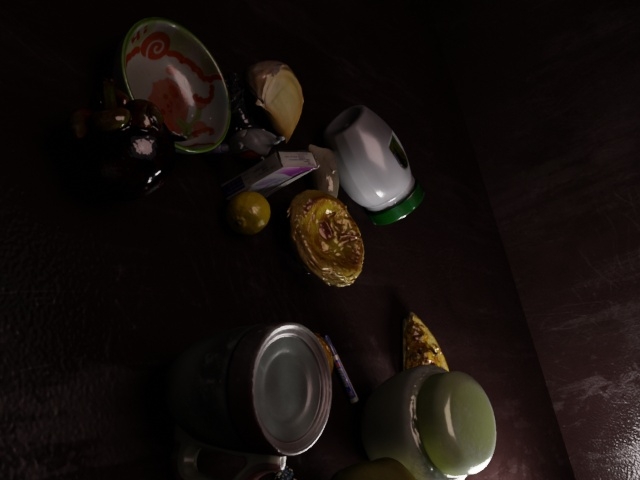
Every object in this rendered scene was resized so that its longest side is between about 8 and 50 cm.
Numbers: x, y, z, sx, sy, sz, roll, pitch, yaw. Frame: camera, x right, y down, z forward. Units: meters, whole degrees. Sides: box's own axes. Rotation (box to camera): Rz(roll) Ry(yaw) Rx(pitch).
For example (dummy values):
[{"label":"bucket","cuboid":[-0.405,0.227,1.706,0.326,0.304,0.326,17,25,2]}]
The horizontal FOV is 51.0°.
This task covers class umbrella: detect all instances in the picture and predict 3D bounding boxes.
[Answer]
[{"label":"umbrella","cuboid":[-0.209,-0.312,1.796,0.110,0.122,0.272,-33,106,-14]}]

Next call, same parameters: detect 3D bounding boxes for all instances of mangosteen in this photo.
[{"label":"mangosteen","cuboid":[-0.395,-0.202,1.317,0.211,0.212,0.249,-68,159,-49]}]

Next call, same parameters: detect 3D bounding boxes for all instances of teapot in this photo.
[{"label":"teapot","cuboid":[-0.168,0.319,1.255,0.233,0.312,0.314,28,60,-47]}]

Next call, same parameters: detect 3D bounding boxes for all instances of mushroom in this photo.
[{"label":"mushroom","cuboid":[0.009,-0.174,2.039,0.108,0.096,0.246,54,29,-62]}]

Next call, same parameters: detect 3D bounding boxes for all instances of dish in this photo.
[{"label":"dish","cuboid":[-0.365,-0.341,1.567,0.324,0.124,0.324,25,57,-47]}]

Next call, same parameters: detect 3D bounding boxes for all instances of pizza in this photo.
[{"label":"pizza","cuboid":[0.360,0.400,2.203,0.258,0.087,0.268,43,36,-38]}]

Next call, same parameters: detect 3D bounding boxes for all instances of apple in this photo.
[{"label":"apple","cuboid":[0.131,0.631,1.548,0.262,0.262,0.262,34,44,-41]}]

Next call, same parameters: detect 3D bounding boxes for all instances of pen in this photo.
[{"label":"pen","cuboid":[0.052,0.349,1.824,0.025,0.025,0.204,-27,93,-59]}]

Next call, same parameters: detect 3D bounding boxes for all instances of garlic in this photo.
[{"label":"garlic","cuboid":[-0.129,-0.406,1.837,0.338,0.151,0.196,54,18,-78]}]

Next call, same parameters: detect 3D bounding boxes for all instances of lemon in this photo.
[{"label":"lemon","cuboid":[-0.181,-0.067,1.668,0.109,0.109,0.133,55,28,-17]}]

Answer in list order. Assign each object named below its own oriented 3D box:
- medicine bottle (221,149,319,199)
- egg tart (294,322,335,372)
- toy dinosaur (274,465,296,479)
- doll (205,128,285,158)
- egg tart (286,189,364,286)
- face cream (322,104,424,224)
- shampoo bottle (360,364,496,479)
[{"label":"medicine bottle","cuboid":[-0.129,-0.169,1.725,0.171,0.201,0.052,-9,75,-59]},{"label":"egg tart","cuboid":[-0.034,0.296,1.670,0.213,0.090,0.212,39,36,-36]},{"label":"toy dinosaur","cuboid":[-0.079,0.538,1.496,0.047,0.031,0.083,-19,85,-58]},{"label":"doll","cuboid":[-0.186,-0.237,1.663,0.102,0.228,0.075,-29,110,-56]},{"label":"egg tart","cuboid":[0.000,0.000,1.881,0.295,0.116,0.294,22,57,-39]},{"label":"face cream","cuboid":[0.166,-0.247,2.196,0.357,0.220,0.312,55,27,-24]},{"label":"shampoo bottle","cuboid":[0.282,0.500,1.808,0.323,0.317,0.322,20,62,-41]}]
